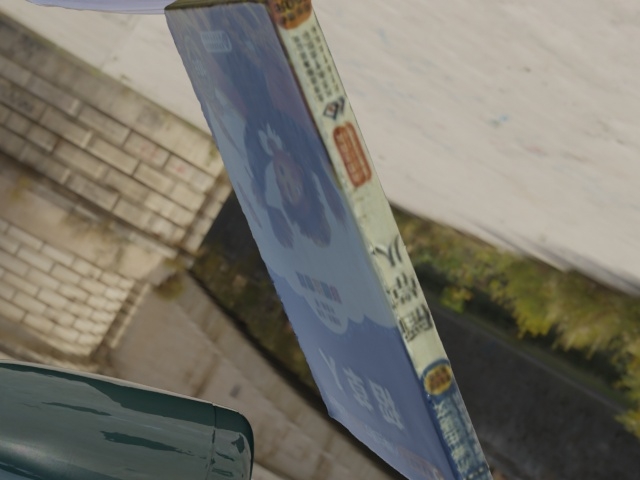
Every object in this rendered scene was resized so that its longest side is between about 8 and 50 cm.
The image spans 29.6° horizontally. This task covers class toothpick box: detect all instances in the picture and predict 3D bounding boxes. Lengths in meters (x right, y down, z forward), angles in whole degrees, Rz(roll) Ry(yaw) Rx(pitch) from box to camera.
[{"bbox_3d":[-0.144,0.145,0.771,0.184,0.120,0.120,18,-178,-14],"label":"toothpick box"}]

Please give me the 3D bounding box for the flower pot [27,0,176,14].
[{"bbox_3d":[-0.182,-0.350,1.277,0.243,0.265,0.265,20,174,32],"label":"flower pot"}]

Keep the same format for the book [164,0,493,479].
[{"bbox_3d":[0.000,0.000,0.991,0.300,0.039,0.428,20,134,67],"label":"book"}]
